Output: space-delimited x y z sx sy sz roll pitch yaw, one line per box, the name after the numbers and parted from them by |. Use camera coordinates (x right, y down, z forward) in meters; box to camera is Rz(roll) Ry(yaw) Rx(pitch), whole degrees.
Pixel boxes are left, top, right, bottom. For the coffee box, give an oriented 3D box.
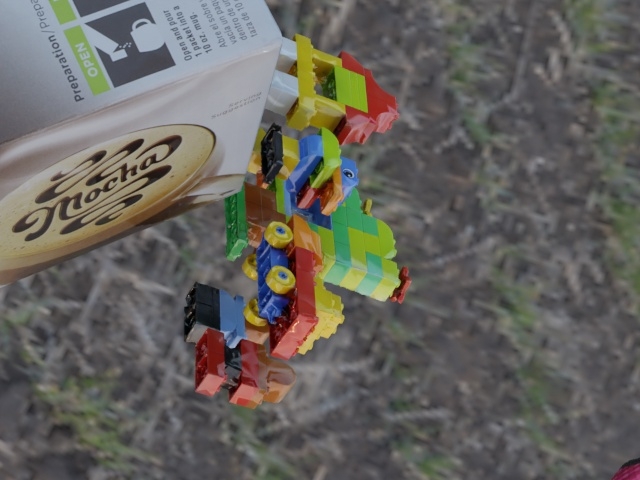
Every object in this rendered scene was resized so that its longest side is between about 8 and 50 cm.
-0.181 -0.047 0.839 0.297 0.119 0.168 -22 164 -17 | coffee box

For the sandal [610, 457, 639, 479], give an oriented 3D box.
0.101 0.072 0.489 0.067 0.040 0.179 11 140 -16 | sandal

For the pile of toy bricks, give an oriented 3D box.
0.000 0.000 1.015 0.105 0.212 0.118 19 131 -20 | pile of toy bricks
